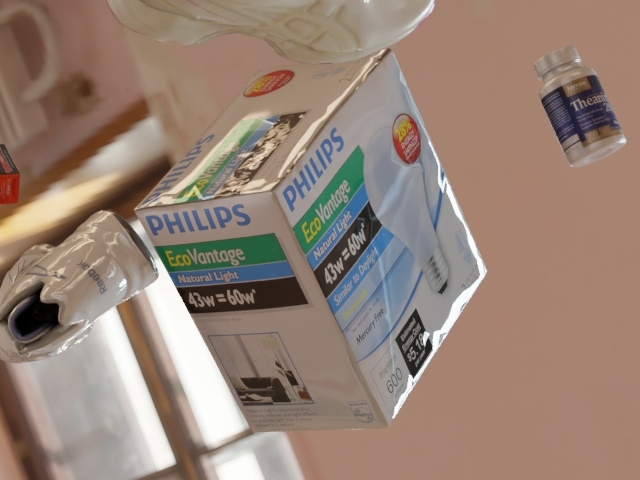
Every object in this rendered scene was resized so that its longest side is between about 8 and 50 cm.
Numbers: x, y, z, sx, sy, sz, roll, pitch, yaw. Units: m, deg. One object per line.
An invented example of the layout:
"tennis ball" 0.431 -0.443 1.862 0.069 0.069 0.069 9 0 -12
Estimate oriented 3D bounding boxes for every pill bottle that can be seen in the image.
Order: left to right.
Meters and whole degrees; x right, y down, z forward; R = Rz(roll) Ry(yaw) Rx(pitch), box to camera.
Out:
"pill bottle" 0.275 -0.145 1.870 0.067 0.120 0.067 -22 170 -4

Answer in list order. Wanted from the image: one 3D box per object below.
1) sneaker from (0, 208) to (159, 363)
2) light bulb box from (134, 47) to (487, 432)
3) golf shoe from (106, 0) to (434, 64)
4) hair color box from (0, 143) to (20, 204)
"sneaker" -0.279 0.063 1.731 0.129 0.111 0.297 -40 -178 -36
"light bulb box" 0.000 0.000 2.254 0.225 0.361 0.358 -7 -149 35
"golf shoe" -0.021 -0.219 1.435 0.306 0.115 0.140 -2 163 -30
"hair color box" -0.419 -0.071 1.976 0.141 0.072 0.043 -6 125 -25
